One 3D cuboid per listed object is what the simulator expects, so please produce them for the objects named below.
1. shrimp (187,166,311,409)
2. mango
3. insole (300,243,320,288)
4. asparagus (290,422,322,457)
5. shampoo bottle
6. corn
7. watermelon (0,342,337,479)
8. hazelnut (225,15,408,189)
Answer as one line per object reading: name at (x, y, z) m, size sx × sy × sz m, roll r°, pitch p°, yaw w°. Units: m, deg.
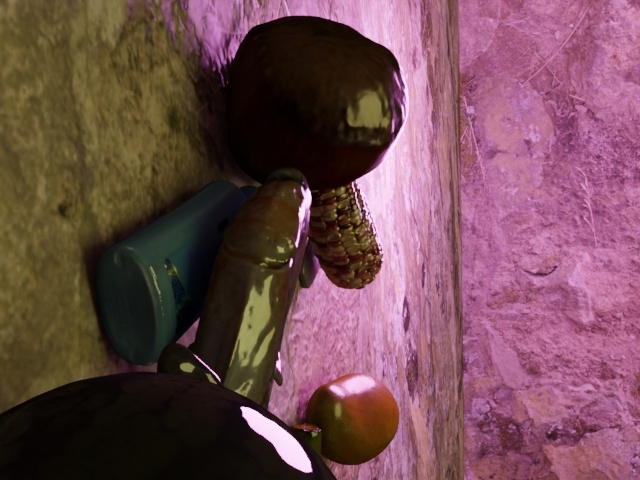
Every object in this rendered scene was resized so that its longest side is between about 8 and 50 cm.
shrimp at (-0.064, 0.101, 0.654) m, size 0.247 × 0.085 × 0.361 m, roll 89°, pitch 14°, yaw -61°
mango at (0.044, 0.264, 1.072) m, size 0.227 × 0.099 × 0.136 m, roll 29°, pitch 66°, yaw -60°
insole at (0.000, 0.000, 1.072) m, size 0.192 × 0.010 × 0.063 m, roll -66°, pitch 149°, yaw -50°
asparagus at (-0.021, 0.330, 0.962) m, size 0.045 × 0.041 × 0.179 m, roll -6°, pitch 100°, yaw -47°
shampoo bottle at (-0.110, 0.008, 0.665) m, size 0.258 × 0.061 × 0.104 m, roll -51°, pitch 141°, yaw -63°
corn at (0.010, -0.055, 0.968) m, size 0.098 × 0.098 × 0.290 m, roll -70°, pitch 145°, yaw -46°
watermelon at (-0.102, 0.216, 0.336) m, size 0.359 × 0.278 × 0.279 m, roll -69°, pitch 152°, yaw -46°
hazelnut at (-0.014, -0.131, 0.781) m, size 0.208 × 0.208 × 0.208 m, roll 0°, pitch 90°, yaw -71°
